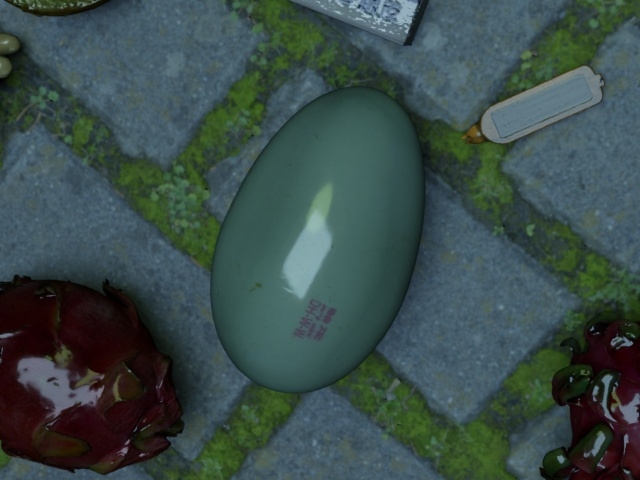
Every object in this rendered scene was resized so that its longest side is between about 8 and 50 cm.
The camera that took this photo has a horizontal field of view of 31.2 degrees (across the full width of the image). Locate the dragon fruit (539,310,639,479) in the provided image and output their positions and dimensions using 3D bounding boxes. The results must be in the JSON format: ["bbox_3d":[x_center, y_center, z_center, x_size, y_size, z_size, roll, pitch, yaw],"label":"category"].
[{"bbox_3d":[0.362,0.204,1.302,0.218,0.198,0.273,14,91,-22],"label":"dragon fruit"}]

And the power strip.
[{"bbox_3d":[0.248,-0.153,1.345,0.178,0.028,0.049,-23,95,16],"label":"power strip"}]

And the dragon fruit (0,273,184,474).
[{"bbox_3d":[-0.326,0.162,1.441,0.250,0.250,0.315,-41,73,17],"label":"dragon fruit"}]

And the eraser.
[{"bbox_3d":[0.030,-0.323,1.343,0.210,0.068,0.125,23,107,8],"label":"eraser"}]

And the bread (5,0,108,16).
[{"bbox_3d":[-0.318,-0.379,1.363,0.236,0.070,0.236,-3,103,-14],"label":"bread"}]

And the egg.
[{"bbox_3d":[0.000,0.000,1.328,0.229,0.230,0.371,21,100,8],"label":"egg"}]

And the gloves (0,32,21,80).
[{"bbox_3d":[-0.520,-0.189,1.454,0.301,0.152,0.197,-19,117,9],"label":"gloves"}]
